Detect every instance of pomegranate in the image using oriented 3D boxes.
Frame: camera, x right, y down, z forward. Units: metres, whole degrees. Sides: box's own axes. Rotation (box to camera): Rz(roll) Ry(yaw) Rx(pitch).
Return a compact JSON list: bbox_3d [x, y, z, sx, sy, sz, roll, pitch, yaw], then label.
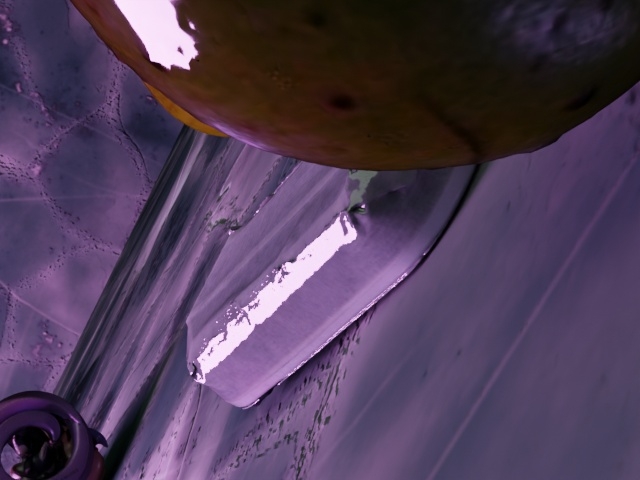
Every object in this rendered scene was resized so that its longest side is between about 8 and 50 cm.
[{"bbox_3d":[0.029,-0.142,0.350,0.242,0.242,0.306,-65,13,-10],"label":"pomegranate"}]

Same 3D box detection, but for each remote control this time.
[{"bbox_3d":[0.000,0.000,0.655,0.247,0.052,0.104,-46,21,52],"label":"remote control"}]

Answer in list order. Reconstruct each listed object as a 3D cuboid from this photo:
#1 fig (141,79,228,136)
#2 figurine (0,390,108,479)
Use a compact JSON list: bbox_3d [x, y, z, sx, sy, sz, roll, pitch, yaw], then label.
[{"bbox_3d":[-0.087,-0.170,1.355,0.165,0.154,0.144,14,58,49],"label":"fig"},{"bbox_3d":[-0.232,0.211,1.176,0.126,0.114,0.157,-34,-38,-29],"label":"figurine"}]
